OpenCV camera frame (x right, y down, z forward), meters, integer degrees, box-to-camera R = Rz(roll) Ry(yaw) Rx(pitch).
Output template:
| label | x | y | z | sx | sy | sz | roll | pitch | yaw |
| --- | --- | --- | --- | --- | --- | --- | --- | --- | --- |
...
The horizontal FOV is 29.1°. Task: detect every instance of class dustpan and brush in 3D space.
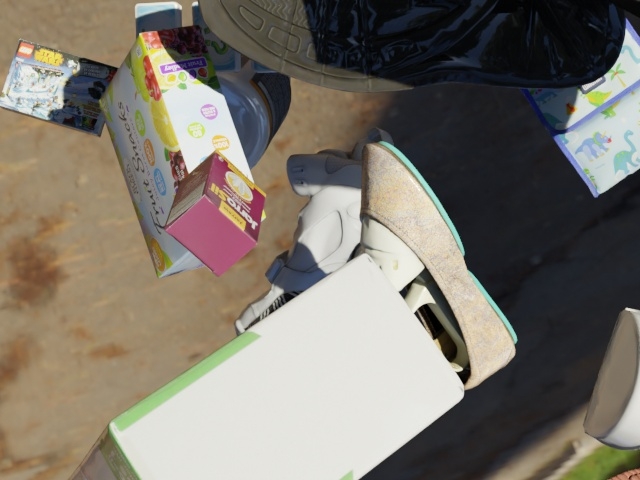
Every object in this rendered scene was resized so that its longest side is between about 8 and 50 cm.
| label | x | y | z | sx | sy | sz | roll | pitch | yaw |
| --- | --- | --- | --- | --- | --- | --- | --- | --- | --- |
| dustpan and brush | 0.336 | 0.155 | 1.231 | 0.060 | 0.147 | 0.211 | 17 | -177 | -4 |

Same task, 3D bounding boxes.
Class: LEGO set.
| label | x | y | z | sx | sy | sz | roll | pitch | yaw |
| --- | --- | --- | --- | --- | --- | --- | --- | --- | --- |
| LEGO set | -0.116 | -0.297 | 1.287 | 0.182 | 0.244 | 0.060 | 1 | -174 | 16 |

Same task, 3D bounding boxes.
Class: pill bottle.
| label | x | y | z | sx | sy | sz | roll | pitch | yaw |
| --- | --- | --- | --- | --- | --- | --- | --- | --- | --- |
| pill bottle | -0.128 | -0.196 | 1.737 | 0.162 | 0.162 | 0.278 | -27 | -165 | 17 |

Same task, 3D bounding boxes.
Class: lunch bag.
| label | x | y | z | sx | sy | sz | roll | pitch | yaw |
| --- | --- | --- | --- | --- | --- | --- | --- | --- | --- |
| lunch bag | 0.287 | -0.143 | 1.251 | 0.129 | 0.151 | 0.096 | -34 | -169 | 12 |

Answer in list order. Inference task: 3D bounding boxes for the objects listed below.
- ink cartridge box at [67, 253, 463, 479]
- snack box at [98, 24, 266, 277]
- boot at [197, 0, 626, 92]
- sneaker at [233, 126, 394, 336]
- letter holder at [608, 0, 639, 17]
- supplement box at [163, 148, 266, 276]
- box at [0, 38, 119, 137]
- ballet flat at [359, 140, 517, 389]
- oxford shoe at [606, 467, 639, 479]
| label | x | y | z | sx | sy | sz | roll | pitch | yaw |
| --- | --- | --- | --- | --- | --- | --- | --- | --- | --- |
| ink cartridge box | -0.054 | 0.141 | 0.856 | 0.201 | 0.117 | 0.278 | -33 | 174 | -24 |
| snack box | -0.144 | -0.085 | 1.238 | 0.070 | 0.207 | 0.174 | -14 | 171 | -27 |
| boot | 0.070 | -0.226 | 1.183 | 0.377 | 0.138 | 0.284 | 2 | -166 | -6 |
| sneaker | 0.000 | 0.000 | 1.688 | 0.366 | 0.210 | 0.137 | -29 | 165 | 37 |
| letter holder | 0.265 | -0.257 | 0.832 | 0.302 | 0.152 | 0.214 | 17 | 101 | -34 |
| supplement box | -0.075 | -0.021 | 0.895 | 0.043 | 0.083 | 0.055 | -39 | 110 | 20 |
| box | -0.340 | -0.199 | 1.610 | 0.137 | 0.094 | 0.027 | 17 | 175 | 1 |
| ballet flat | 0.107 | 0.042 | 1.295 | 0.106 | 0.107 | 0.316 | -43 | 118 | -15 |
| oxford shoe | 0.387 | 0.325 | 1.222 | 0.397 | 0.140 | 0.146 | 17 | 114 | -35 |
